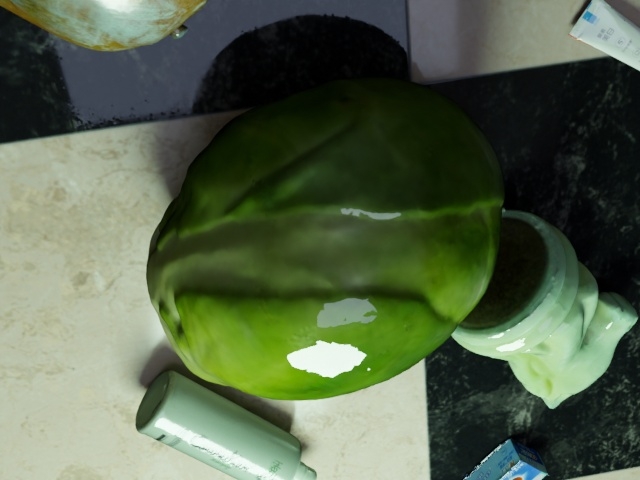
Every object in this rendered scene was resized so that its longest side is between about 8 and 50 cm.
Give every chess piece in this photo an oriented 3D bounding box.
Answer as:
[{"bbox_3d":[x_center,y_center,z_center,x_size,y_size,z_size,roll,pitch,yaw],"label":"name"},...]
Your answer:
[{"bbox_3d":[0.281,0.100,0.861,0.176,0.176,0.298,-42,129,14],"label":"chess piece"}]

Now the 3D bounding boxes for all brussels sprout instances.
[{"bbox_3d":[0.000,0.000,0.684,0.371,0.315,0.276,-24,96,11],"label":"brussels sprout"}]

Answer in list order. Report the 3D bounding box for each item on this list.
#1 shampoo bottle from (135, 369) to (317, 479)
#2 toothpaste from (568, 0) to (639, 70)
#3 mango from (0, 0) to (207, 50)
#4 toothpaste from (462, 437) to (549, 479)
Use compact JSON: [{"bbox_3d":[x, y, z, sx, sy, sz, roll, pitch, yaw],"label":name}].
[{"bbox_3d":[-0.110,0.264,0.914,0.262,0.085,0.085,35,108,-24],"label":"shampoo bottle"},{"bbox_3d":[0.359,-0.202,0.763,0.190,0.031,0.048,24,115,-16],"label":"toothpaste"},{"bbox_3d":[-0.237,-0.303,0.520,0.384,0.221,0.199,50,63,-23],"label":"mango"},{"bbox_3d":[0.222,0.413,1.059,0.066,0.053,0.272,32,109,-22],"label":"toothpaste"}]
